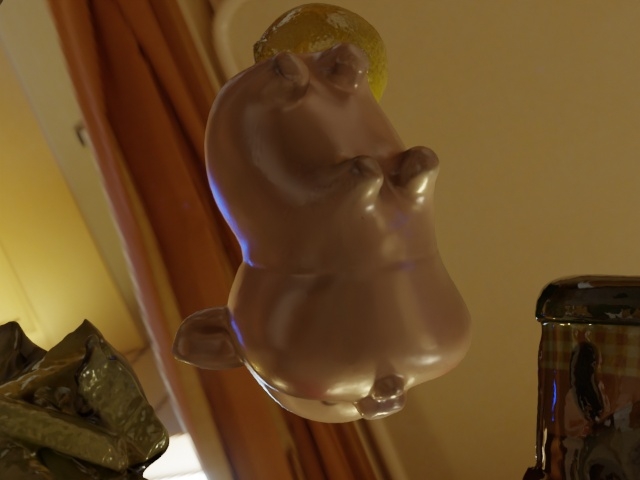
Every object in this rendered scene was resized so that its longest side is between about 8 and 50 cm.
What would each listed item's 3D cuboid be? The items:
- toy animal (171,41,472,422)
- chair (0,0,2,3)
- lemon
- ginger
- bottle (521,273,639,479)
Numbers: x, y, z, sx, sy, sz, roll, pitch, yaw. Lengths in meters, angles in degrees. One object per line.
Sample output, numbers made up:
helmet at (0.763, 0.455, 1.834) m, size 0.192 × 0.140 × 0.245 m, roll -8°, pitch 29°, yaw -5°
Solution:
toy animal at (0.000, 0.000, 0.926) m, size 0.237 × 0.326 × 0.269 m, roll -10°, pitch 151°, yaw -26°
chair at (-0.548, -0.197, 1.209) m, size 0.416 × 0.203 × 0.240 m, roll -35°, pitch -169°, yaw 50°
lemon at (-0.003, -0.236, 1.456) m, size 0.203 × 0.178 × 0.178 m, roll 15°, pitch 179°, yaw -27°
ginger at (-0.367, 0.258, 1.376) m, size 0.359 × 0.211 × 0.413 m, roll -4°, pitch -124°, yaw -2°
bottle at (0.191, 0.156, 0.597) m, size 0.143 × 0.271 × 0.156 m, roll 3°, pitch 178°, yaw -31°
